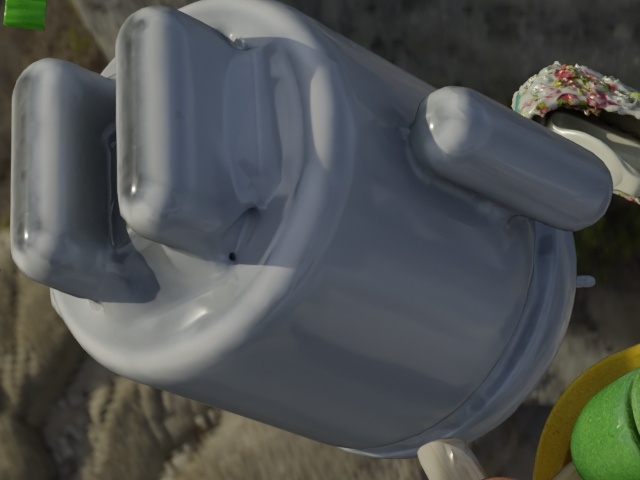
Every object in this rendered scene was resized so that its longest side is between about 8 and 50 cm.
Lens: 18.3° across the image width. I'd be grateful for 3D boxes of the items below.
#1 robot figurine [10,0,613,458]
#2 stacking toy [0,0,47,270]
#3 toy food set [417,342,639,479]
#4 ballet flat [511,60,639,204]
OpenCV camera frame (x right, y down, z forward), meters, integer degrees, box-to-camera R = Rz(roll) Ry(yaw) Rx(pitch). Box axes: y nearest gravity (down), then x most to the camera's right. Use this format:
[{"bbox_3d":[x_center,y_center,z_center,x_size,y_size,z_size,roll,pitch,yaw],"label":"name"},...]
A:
[{"bbox_3d":[0.000,0.000,1.037,0.300,0.353,0.199,-17,63,35],"label":"robot figurine"},{"bbox_3d":[-0.205,-0.050,0.819,0.167,0.052,0.221,8,109,-9],"label":"stacking toy"},{"bbox_3d":[0.097,0.097,0.567,0.071,0.218,0.128,-18,83,-41],"label":"toy food set"},{"bbox_3d":[0.226,-0.039,1.260,0.241,0.091,0.077,21,31,17],"label":"ballet flat"}]
